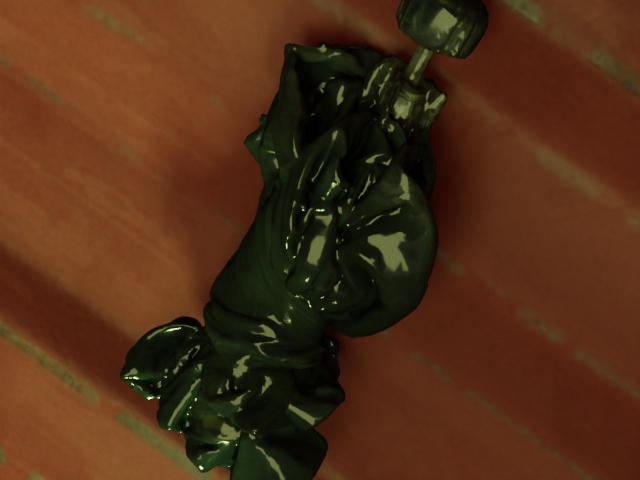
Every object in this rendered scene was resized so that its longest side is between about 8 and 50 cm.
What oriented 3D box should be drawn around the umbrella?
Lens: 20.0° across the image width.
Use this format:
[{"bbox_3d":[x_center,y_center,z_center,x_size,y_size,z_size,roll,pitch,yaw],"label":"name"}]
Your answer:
[{"bbox_3d":[-0.003,0.000,1.067,0.143,0.094,0.349,30,118,1],"label":"umbrella"}]
